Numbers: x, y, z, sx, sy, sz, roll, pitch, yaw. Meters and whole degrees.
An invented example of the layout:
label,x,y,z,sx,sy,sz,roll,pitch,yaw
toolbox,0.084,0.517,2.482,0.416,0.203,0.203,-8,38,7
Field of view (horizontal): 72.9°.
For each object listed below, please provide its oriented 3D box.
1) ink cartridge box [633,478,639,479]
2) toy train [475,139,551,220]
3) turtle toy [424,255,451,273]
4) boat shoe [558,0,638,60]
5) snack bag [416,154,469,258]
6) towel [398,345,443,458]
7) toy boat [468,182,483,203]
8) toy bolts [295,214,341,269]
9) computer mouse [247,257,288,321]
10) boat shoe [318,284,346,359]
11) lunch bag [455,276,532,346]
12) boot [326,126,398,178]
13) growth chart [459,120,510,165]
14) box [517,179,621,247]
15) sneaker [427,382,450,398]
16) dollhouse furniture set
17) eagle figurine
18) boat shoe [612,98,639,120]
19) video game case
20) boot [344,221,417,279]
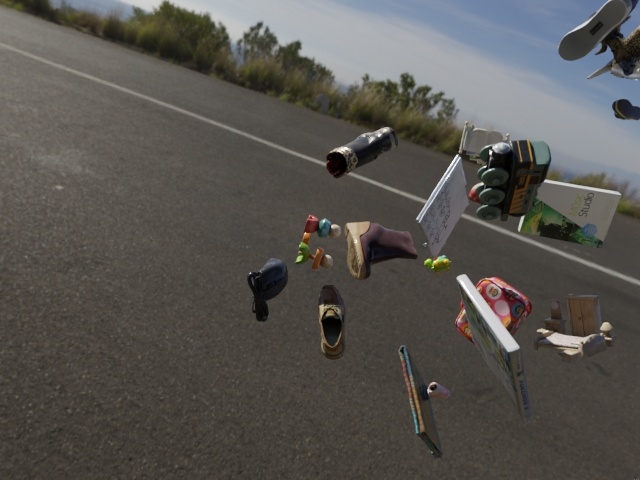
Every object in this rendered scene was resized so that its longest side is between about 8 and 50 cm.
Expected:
label,x,y,z,sx,sy,sz,roll,pitch,yaw
ink cartridge box,0.850,0.738,1.211,0.333,0.065,0.165,-18,-13,16
toy train,0.598,-0.180,1.369,0.191,0.333,0.142,0,56,14
turtle toy,0.588,0.116,2.174,0.130,0.095,0.066,-11,53,11
boat shoe,0.726,-0.561,1.135,0.080,0.076,0.228,54,-12,7
snack bag,0.497,-0.113,1.714,0.037,0.323,0.342,25,-17,34
towel,0.323,0.529,1.402,0.370,0.040,0.271,58,19,-49
toy boat,0.789,-0.162,1.988,0.231,0.151,0.151,27,-16,0
toy bolts,0.000,0.000,1.949,0.159,0.228,0.218,16,24,0
computer mouse,-0.170,0.152,1.559,0.072,0.188,0.272,-4,20,16
boat shoe,0.052,0.326,1.811,0.123,0.119,0.323,-7,55,0
lunch bag,0.717,0.310,1.856,0.120,0.293,0.258,-1,34,-47
boot,0.148,-0.387,1.989,0.284,0.138,0.377,-30,12,-23
growth chart,0.739,-0.429,1.967,0.237,0.171,0.021,29,29,36
box,1.015,-0.115,1.785,0.322,0.232,0.058,13,22,16
sneaker,0.447,0.592,1.720,0.070,0.050,0.134,32,-24,-8
dollhouse furniture set,0.921,0.324,1.681,0.356,0.173,0.303,-7,-1,-29
eagle figurine,0.920,-0.538,1.211,0.298,0.226,0.225,48,14,34
boat shoe,0.944,-0.401,1.352,0.152,0.056,0.049,7,1,-33
video game case,0.508,0.304,1.278,0.036,0.299,0.329,-22,31,5
boot,0.181,0.030,1.232,0.207,0.090,0.248,9,35,-9
